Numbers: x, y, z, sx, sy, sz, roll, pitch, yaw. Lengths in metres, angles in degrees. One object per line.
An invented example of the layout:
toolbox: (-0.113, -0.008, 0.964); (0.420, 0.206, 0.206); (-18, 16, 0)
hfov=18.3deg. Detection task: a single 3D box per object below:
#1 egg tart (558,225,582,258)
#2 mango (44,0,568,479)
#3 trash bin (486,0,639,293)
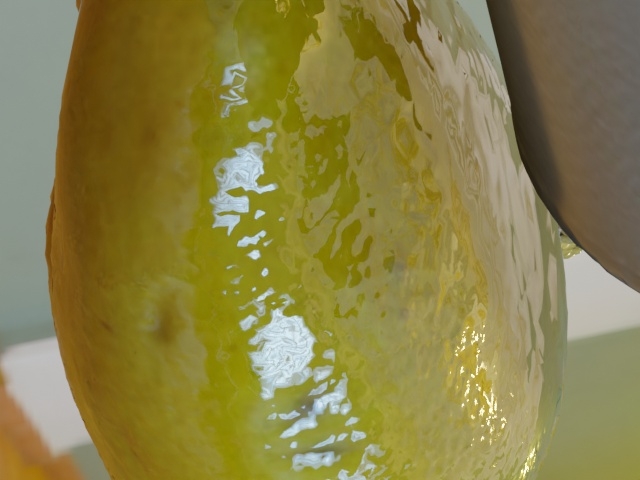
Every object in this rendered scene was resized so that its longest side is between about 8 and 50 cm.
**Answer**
egg tart: (0.087, -0.025, 1.255); (0.191, 0.191, 0.074); (-45, 159, -86)
mango: (0.000, 0.000, 0.761); (0.365, 0.182, 0.253); (77, 19, -56)
trash bin: (0.116, -0.139, 0.349); (0.217, 0.277, 0.262); (-88, 165, -51)
